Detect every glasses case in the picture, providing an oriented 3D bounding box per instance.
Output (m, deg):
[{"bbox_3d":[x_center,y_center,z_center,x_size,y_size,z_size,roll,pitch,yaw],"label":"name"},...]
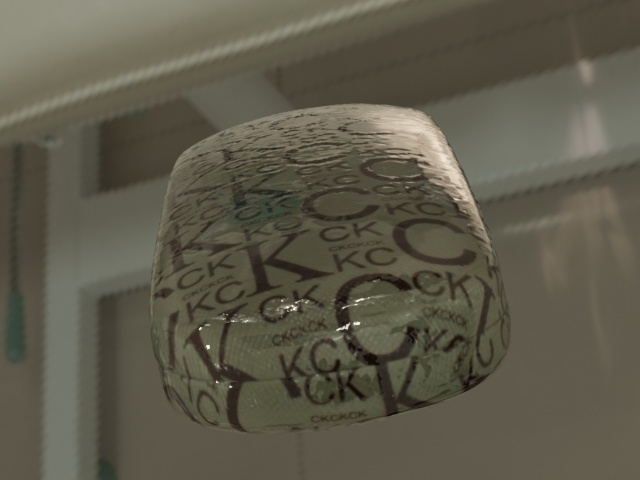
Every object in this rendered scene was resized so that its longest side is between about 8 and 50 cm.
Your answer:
[{"bbox_3d":[0.000,0.000,0.790,0.137,0.355,0.085,-8,105,0],"label":"glasses case"}]
